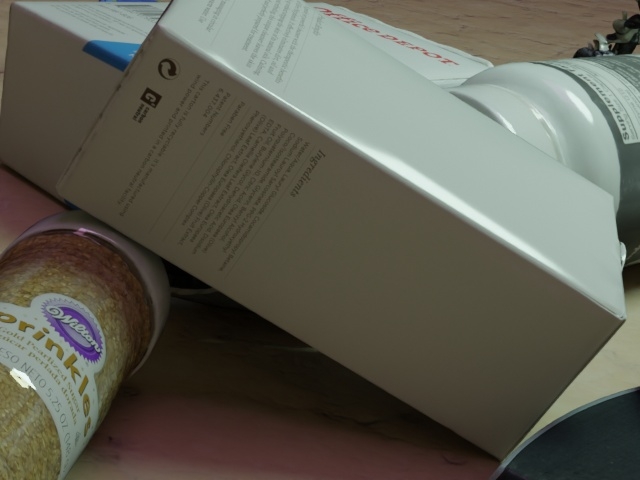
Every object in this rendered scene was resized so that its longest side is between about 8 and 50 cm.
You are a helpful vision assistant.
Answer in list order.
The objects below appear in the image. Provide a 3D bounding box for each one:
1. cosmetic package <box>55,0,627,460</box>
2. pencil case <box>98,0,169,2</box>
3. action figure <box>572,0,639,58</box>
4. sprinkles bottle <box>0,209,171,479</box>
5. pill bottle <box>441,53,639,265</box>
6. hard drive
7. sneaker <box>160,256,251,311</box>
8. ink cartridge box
[{"bbox_3d":[0.025,-0.032,1.151,0.365,0.155,0.197,33,26,-7],"label":"cosmetic package"},{"bbox_3d":[-0.121,-0.213,1.879,0.306,0.119,0.133,5,35,-16],"label":"pencil case"},{"bbox_3d":[0.380,-0.212,1.936,0.164,0.275,0.141,2,31,-25],"label":"action figure"},{"bbox_3d":[-0.185,0.087,0.973,0.121,0.121,0.355,12,19,4],"label":"sprinkles bottle"},{"bbox_3d":[0.226,-0.066,1.505,0.204,0.204,0.361,25,24,38],"label":"pill bottle"},{"bbox_3d":[0.225,0.162,1.071,0.172,0.054,0.255,23,22,33],"label":"hard drive"},{"bbox_3d":[-0.037,0.014,1.306,0.271,0.100,0.108,12,-12,-18],"label":"sneaker"},{"bbox_3d":[-0.066,-0.120,1.566,0.395,0.166,0.285,-7,26,-40],"label":"ink cartridge box"}]
